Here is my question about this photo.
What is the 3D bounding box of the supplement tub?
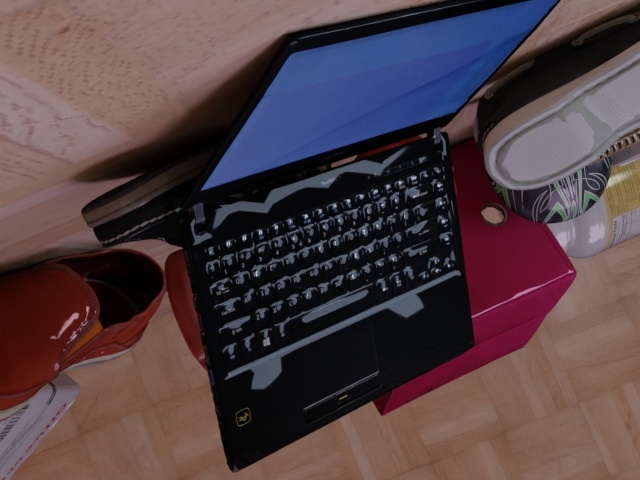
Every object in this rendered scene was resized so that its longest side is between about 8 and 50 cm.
[{"bbox_3d":[0.479,-0.112,1.760,0.331,0.241,0.241,-22,177,-9],"label":"supplement tub"}]

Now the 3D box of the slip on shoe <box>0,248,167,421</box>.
[{"bbox_3d":[-0.242,0.067,0.883,0.101,0.123,0.331,-48,167,22],"label":"slip on shoe"}]

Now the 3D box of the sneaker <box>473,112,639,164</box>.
[{"bbox_3d":[0.274,-0.134,1.137,0.282,0.099,0.153,-13,-174,-16],"label":"sneaker"}]

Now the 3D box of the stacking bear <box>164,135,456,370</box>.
[{"bbox_3d":[0.005,0.003,1.035,0.289,0.164,0.175,-34,152,10],"label":"stacking bear"}]

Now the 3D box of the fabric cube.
[{"bbox_3d":[0.155,0.049,1.484,0.258,0.254,0.259,-21,155,-20],"label":"fabric cube"}]

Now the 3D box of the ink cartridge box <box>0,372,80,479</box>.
[{"bbox_3d":[-0.396,0.204,1.136,0.197,0.114,0.273,-51,173,-4],"label":"ink cartridge box"}]

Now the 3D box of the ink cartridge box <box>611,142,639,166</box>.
[{"bbox_3d":[0.478,-0.202,1.245,0.207,0.117,0.283,-22,177,-21],"label":"ink cartridge box"}]

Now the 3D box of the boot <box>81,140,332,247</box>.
[{"bbox_3d":[-0.041,0.023,0.704,0.085,0.178,0.236,-19,-179,33],"label":"boot"}]

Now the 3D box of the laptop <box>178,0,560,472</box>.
[{"bbox_3d":[0.048,-0.008,0.639,0.234,0.264,0.137,-20,-162,-37],"label":"laptop"}]

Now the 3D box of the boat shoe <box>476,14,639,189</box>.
[{"bbox_3d":[0.270,-0.151,0.894,0.303,0.091,0.114,-22,134,17],"label":"boat shoe"}]

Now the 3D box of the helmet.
[{"bbox_3d":[0.283,-0.104,1.307,0.169,0.169,0.161,-23,-166,2],"label":"helmet"}]
